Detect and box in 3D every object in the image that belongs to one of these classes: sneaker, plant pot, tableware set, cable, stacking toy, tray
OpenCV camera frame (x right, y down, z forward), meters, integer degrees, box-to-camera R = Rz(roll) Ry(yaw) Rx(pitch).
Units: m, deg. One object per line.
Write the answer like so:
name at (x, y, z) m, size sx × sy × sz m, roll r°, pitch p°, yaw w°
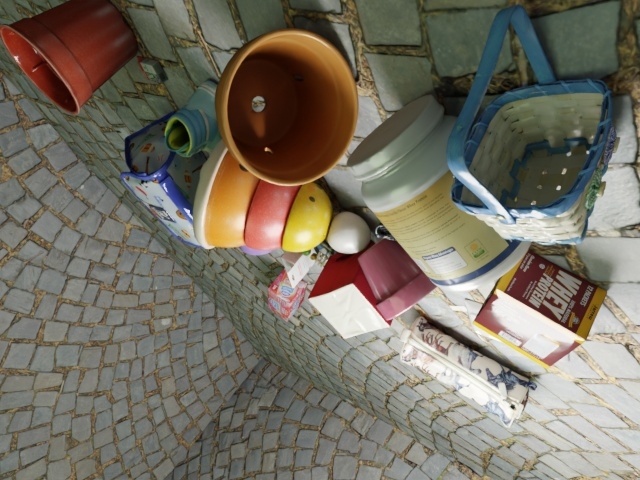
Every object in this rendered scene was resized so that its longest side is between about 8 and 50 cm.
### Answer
sneaker at (-0.354, -0.289, 1.357) m, size 0.127 × 0.208 × 0.319 m, roll 31°, pitch 154°, yaw 16°
plant pot at (-0.696, -0.553, 1.330) m, size 0.272 × 0.265 × 0.272 m, roll 31°, pitch 154°, yaw 17°
tableware set at (0.000, 0.000, 1.455) m, size 0.104 × 0.024 × 0.154 m, roll 34°, pitch 116°, yaw 12°
sneaker at (0.046, 0.035, 1.515) m, size 0.081 × 0.080 × 0.211 m, roll -24°, pitch 115°, yaw 38°
cable at (0.225, -0.016, 1.109) m, size 0.184 × 0.047 × 0.150 m, roll -2°, pitch 165°, yaw 16°
stacking toy at (-0.085, -0.084, 1.320) m, size 0.479 × 0.351 × 0.350 m, roll 18°, pitch 153°, yaw 3°
plant pot at (0.203, 0.083, 1.240) m, size 0.180 × 0.201 × 0.201 m, roll 54°, pitch 156°, yaw 8°
plant pot at (-0.095, -0.279, 0.966) m, size 0.203 × 0.291 × 0.291 m, roll 34°, pitch 160°, yaw 54°
tray at (0.516, 0.248, 1.243) m, size 0.270 × 0.030 × 0.145 m, roll 17°, pitch 148°, yaw 41°

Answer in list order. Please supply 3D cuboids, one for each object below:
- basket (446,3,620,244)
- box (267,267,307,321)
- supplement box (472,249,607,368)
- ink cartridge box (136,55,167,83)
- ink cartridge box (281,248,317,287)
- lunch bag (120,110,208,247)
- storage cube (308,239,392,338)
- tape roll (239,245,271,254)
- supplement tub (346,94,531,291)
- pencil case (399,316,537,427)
basket at (0.292, -0.142, 0.660) m, size 0.289 × 0.255 × 0.201 m, roll 33°, pitch 164°, yaw -34°
box at (-0.151, 0.244, 2.053) m, size 0.122 × 0.128 × 0.257 m, roll 35°, pitch 155°, yaw 11°
supplement box at (0.472, 0.151, 1.023) m, size 0.191 × 0.129 × 0.194 m, roll 32°, pitch 154°, yaw 19°
ink cartridge box at (-0.525, -0.523, 1.420) m, size 0.115 × 0.029 × 0.063 m, roll 24°, pitch 151°, yaw 30°
ink cartridge box at (-0.069, 0.060, 1.570) m, size 0.060 × 0.180 × 0.104 m, roll 27°, pitch 152°, yaw 26°
lunch bag at (-0.464, -0.180, 1.508) m, size 0.328 × 0.239 × 0.385 m, roll 59°, pitch 178°, yaw -41°
storage cube at (0.113, 0.150, 1.389) m, size 0.183 × 0.193 × 0.215 m, roll -24°, pitch 114°, yaw 39°
tape roll at (-0.208, -0.047, 1.577) m, size 0.189 × 0.189 × 0.080 m, roll 23°, pitch 150°, yaw 32°
supplement tub at (0.220, -0.085, 0.866) m, size 0.316 × 0.228 × 0.228 m, roll 47°, pitch 154°, yaw -16°
pencil case at (0.439, 0.399, 1.441) m, size 0.410 × 0.160 × 0.183 m, roll 29°, pitch 170°, yaw 23°
